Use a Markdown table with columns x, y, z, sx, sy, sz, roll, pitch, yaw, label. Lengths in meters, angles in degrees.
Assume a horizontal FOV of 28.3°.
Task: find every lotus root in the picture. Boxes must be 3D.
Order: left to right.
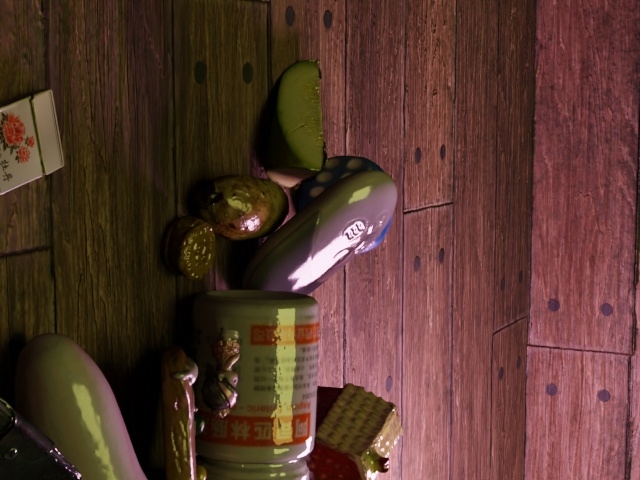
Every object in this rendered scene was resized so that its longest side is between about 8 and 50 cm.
| x | y | z | sx | sy | sz | roll | pitch | yaw | label |
| --- | --- | --- | --- | --- | --- | --- | --- | --- | --- |
| -0.119 | -0.056 | 2.130 | 0.110 | 0.097 | 0.258 | -58 | 158 | 15 | lotus root |

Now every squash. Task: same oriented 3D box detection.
| x | y | z | sx | sy | sz | roll | pitch | yaw | label |
| --- | --- | --- | --- | --- | --- | --- | --- | --- | --- |
| -0.037 | -0.234 | 2.262 | 0.169 | 0.093 | 0.252 | 158 | -56 | -70 | squash |

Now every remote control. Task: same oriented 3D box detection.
| x | y | z | sx | sy | sz | roll | pitch | yaw | label |
| --- | --- | --- | --- | --- | --- | --- | --- | --- | --- |
| 0.000 | 0.000 | 2.221 | 0.332 | 0.103 | 0.221 | -39 | 156 | 0 | remote control |

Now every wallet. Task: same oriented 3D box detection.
| x | y | z | sx | sy | sz | roll | pitch | yaw | label |
| --- | --- | --- | --- | --- | --- | --- | --- | --- | --- |
| -0.419 | 0.260 | 1.523 | 0.318 | 0.172 | 0.045 | 61 | 6 | -49 | wallet |

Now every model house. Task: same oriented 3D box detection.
| x | y | z | sx | sy | sz | roll | pitch | yaw | label |
| --- | --- | --- | --- | --- | --- | --- | --- | --- | --- |
| 0.024 | 0.366 | 2.289 | 0.196 | 0.254 | 0.160 | -46 | 132 | -55 | model house |

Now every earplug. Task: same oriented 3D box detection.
| x | y | z | sx | sy | sz | roll | pitch | yaw | label |
| --- | --- | --- | --- | --- | --- | --- | --- | --- | --- |
| -0.330 | 0.264 | 1.705 | 0.172 | 0.172 | 0.301 | -43 | 125 | -54 | earplug |

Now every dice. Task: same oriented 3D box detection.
| x | y | z | sx | sy | sz | roll | pitch | yaw | label |
| --- | --- | --- | --- | --- | --- | --- | --- | --- | --- |
| 0.048 | -0.067 | 2.409 | 0.143 | 0.146 | 0.146 | -64 | 146 | -41 | dice |

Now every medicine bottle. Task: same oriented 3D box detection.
| x | y | z | sx | sy | sz | roll | pitch | yaw | label |
| --- | --- | --- | --- | --- | --- | --- | --- | --- | --- |
| -0.111 | 0.271 | 2.066 | 0.211 | 0.211 | 0.371 | -2 | 94 | -63 | medicine bottle |

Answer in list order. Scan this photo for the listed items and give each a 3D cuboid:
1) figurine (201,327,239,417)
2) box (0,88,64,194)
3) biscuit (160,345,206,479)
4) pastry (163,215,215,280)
| x | y | z | sx | sy | sz | roll | pitch | yaw | label |
| --- | --- | --- | --- | --- | --- | --- | --- | --- | --- |
| -0.151 | 0.199 | 1.921 | 0.072 | 0.054 | 0.129 | 115 | -21 | -61 | figurine |
| -0.406 | -0.121 | 1.633 | 0.198 | 0.029 | 0.109 | -36 | 125 | -56 | box |
| -0.203 | 0.373 | 1.912 | 0.283 | 0.064 | 0.432 | 171 | -83 | -83 | biscuit |
| -0.207 | 0.011 | 2.017 | 0.109 | 0.057 | 0.097 | -40 | 134 | -52 | pastry |
